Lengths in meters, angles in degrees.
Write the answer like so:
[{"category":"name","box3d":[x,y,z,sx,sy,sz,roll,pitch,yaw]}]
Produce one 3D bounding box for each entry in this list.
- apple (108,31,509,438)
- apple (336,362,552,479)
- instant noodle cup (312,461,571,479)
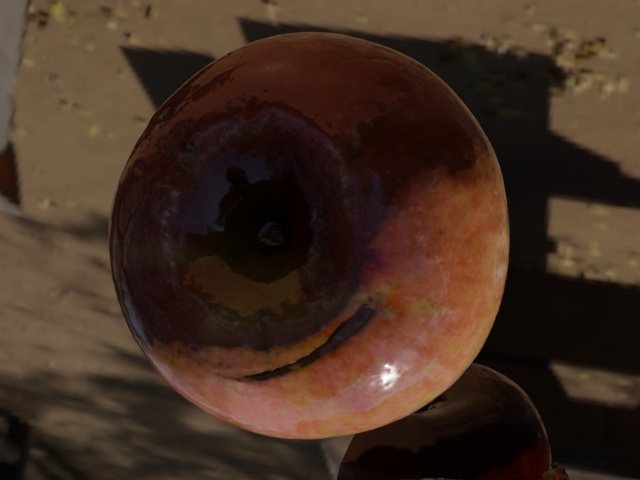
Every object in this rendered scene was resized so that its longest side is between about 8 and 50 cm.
[{"category":"apple","box3d":[0.000,0.000,1.314,0.363,0.364,0.364,10,159,4]},{"category":"apple","box3d":[0.138,0.348,1.864,0.328,0.365,0.295,7,-161,-18]},{"category":"instant noodle cup","box3d":[0.106,0.379,1.507,0.265,0.340,0.340,8,159,-1]}]
